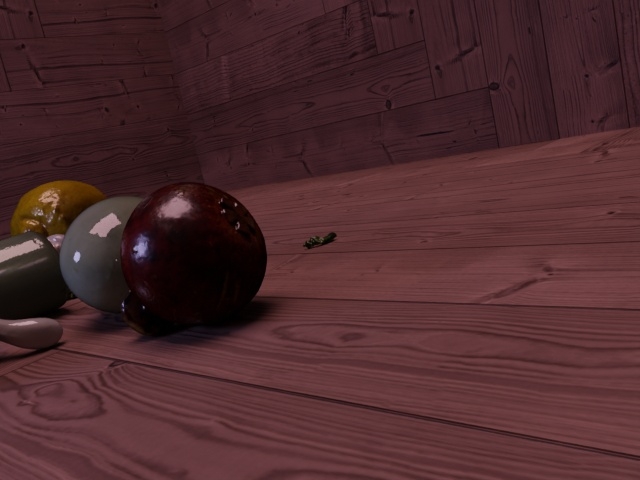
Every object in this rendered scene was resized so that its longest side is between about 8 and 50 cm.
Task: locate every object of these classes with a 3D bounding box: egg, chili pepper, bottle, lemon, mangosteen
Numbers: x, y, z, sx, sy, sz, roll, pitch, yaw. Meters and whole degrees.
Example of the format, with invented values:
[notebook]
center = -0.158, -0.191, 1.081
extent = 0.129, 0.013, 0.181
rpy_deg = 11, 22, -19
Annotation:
[egg]
center = -0.340, 0.023, 1.089
extent = 0.202, 0.203, 0.283
rpy_deg = -11, 9, 10
[chili pepper]
center = 0.000, 0.000, 1.316
extent = 0.083, 0.022, 0.027
rpy_deg = -18, 45, -32
[bottle]
center = -0.656, 0.112, 1.135
extent = 0.168, 0.168, 0.347
rpy_deg = -2, 19, 46
[lemon]
center = -0.753, -0.047, 1.824
extent = 0.285, 0.285, 0.316
rpy_deg = -15, 12, -12
[mangosteen]
center = -0.203, 0.040, 0.906
extent = 0.257, 0.215, 0.215
rpy_deg = -42, -1, 21

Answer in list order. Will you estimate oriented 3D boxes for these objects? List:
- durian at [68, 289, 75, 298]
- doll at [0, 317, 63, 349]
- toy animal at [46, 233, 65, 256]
[durian]
center = -0.555, 0.088, 1.383
extent = 0.215, 0.086, 0.100
rpy_deg = -15, -4, -1
[doll]
center = -0.553, 0.153, 0.901
extent = 0.311, 0.160, 0.242
rpy_deg = 9, -8, -13
[toy animal]
center = -0.726, 0.060, 1.587
extent = 0.178, 0.127, 0.193
rpy_deg = -10, 11, 25
